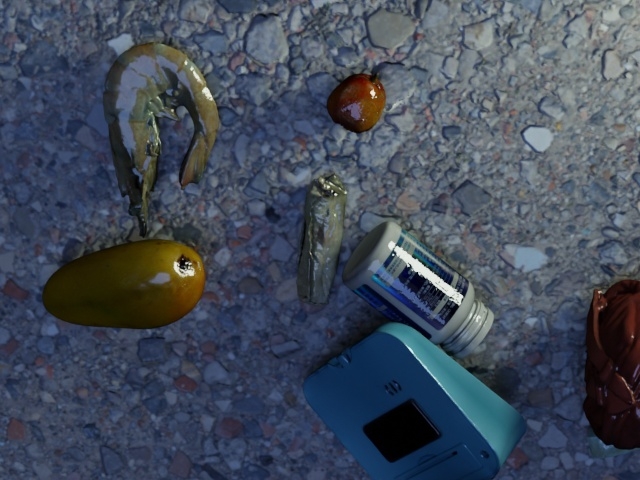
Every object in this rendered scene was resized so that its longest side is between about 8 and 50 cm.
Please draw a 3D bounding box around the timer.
[{"bbox_3d":[0.122,0.228,1.969,0.250,0.091,0.232,48,137,-5],"label":"timer"}]

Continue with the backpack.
[{"bbox_3d":[0.401,0.165,1.873,0.139,0.229,0.229,17,114,2],"label":"backpack"}]

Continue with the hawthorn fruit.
[{"bbox_3d":[0.046,-0.174,1.843,0.077,0.077,0.077,2,113,5],"label":"hawthorn fruit"}]

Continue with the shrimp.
[{"bbox_3d":[-0.201,-0.133,1.892,0.145,0.059,0.254,-9,108,-1],"label":"shrimp"}]

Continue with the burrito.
[{"bbox_3d":[-0.001,-0.001,1.934,0.058,0.045,0.188,0,113,-22],"label":"burrito"}]

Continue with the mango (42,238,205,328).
[{"bbox_3d":[-0.260,0.065,1.945,0.253,0.138,0.113,-12,69,27],"label":"mango"}]

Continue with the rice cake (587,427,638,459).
[{"bbox_3d":[0.486,0.250,1.997,0.245,0.042,0.045,-16,108,13],"label":"rice cake"}]

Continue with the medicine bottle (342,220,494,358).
[{"bbox_3d":[0.130,0.069,1.916,0.191,0.107,0.107,38,111,-11],"label":"medicine bottle"}]
